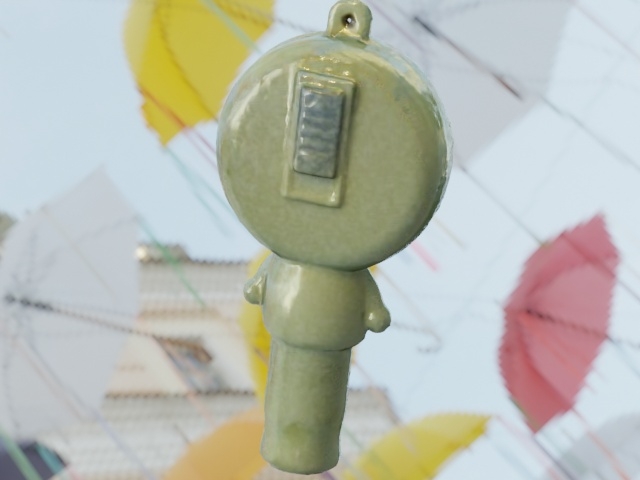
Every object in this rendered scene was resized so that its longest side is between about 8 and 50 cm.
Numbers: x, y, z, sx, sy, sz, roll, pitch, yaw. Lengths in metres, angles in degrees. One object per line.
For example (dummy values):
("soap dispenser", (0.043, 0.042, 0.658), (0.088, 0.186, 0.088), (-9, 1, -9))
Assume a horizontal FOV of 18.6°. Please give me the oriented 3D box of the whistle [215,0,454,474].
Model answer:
("whistle", (0.000, 0.000, 1.032), (0.067, 0.126, 0.258), (-34, -46, -64))
